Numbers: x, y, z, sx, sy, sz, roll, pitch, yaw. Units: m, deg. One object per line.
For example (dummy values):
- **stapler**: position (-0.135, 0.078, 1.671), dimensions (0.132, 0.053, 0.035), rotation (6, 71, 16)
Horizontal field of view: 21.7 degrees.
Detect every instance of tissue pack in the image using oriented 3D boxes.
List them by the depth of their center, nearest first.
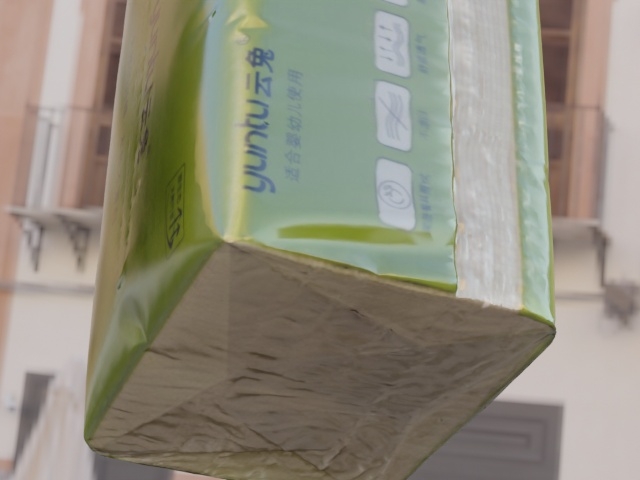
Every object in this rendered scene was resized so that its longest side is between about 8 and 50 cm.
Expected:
- **tissue pack**: position (-0.004, -0.049, 0.778), dimensions (0.167, 0.274, 0.200), rotation (13, -35, -20)
